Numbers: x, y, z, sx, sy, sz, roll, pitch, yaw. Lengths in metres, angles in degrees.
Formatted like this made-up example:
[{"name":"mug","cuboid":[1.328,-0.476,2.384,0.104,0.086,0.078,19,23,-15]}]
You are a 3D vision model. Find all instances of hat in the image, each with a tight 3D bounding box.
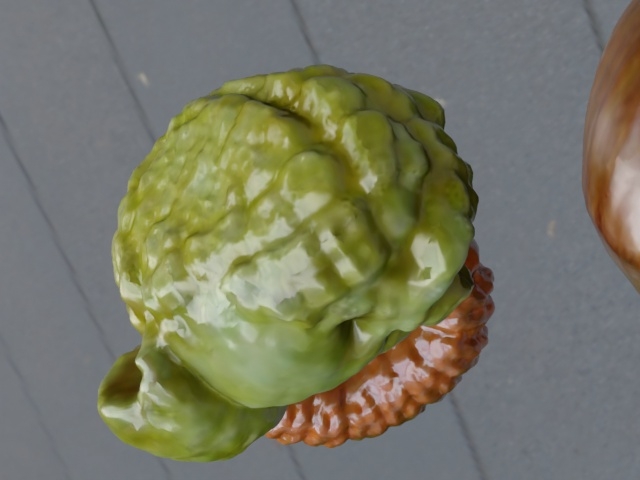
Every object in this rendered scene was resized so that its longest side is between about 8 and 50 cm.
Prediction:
[{"name":"hat","cuboid":[0.000,0.000,1.342,0.400,0.285,0.285,-110,12,-56]}]

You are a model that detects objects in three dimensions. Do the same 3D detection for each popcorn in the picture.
[{"name":"popcorn","cuboid":[-0.035,-0.003,0.864,0.286,0.174,0.225,-39,47,26]}]

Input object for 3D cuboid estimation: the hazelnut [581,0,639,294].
[{"name":"hazelnut","cuboid":[0.386,-0.087,1.102,0.372,0.315,0.372,15,113,38]}]
